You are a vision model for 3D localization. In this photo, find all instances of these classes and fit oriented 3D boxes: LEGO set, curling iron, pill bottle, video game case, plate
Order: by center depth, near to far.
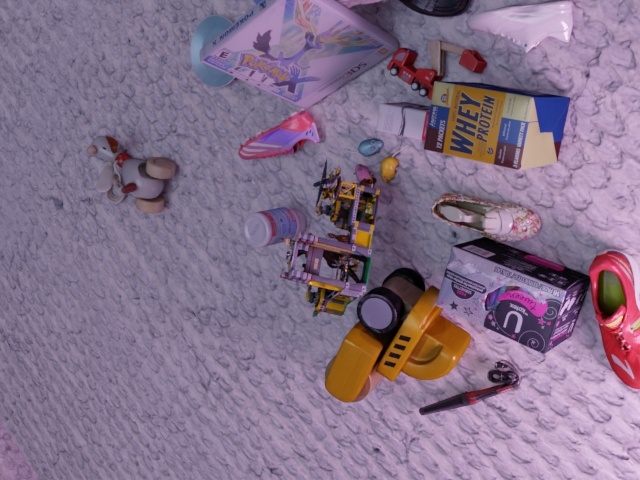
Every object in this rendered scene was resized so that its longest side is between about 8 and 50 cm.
[{"bbox_3d":[-0.044,-0.416,1.686,0.300,0.329,0.036,-26,61,37],"label":"video game case"},{"bbox_3d":[0.000,0.000,1.708,0.255,0.192,0.331,151,132,-76],"label":"LEGO set"},{"bbox_3d":[0.332,0.340,1.729,0.274,0.035,0.068,-35,74,35],"label":"curling iron"},{"bbox_3d":[-0.109,-0.036,1.905,0.087,0.160,0.087,8,104,35],"label":"pill bottle"},{"bbox_3d":[-0.268,-0.495,2.021,0.188,0.024,0.188,8,104,35],"label":"plate"}]

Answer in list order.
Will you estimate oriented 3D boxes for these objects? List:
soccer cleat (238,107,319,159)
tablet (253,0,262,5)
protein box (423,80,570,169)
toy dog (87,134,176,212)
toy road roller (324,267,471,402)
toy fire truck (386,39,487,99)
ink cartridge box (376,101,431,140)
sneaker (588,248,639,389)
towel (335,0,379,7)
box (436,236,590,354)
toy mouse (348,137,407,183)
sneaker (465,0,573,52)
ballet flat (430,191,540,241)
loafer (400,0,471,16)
[{"bbox_3d":[-0.108,-0.241,1.920,0.248,0.083,0.095,-25,96,37],"label":"soccer cleat"},{"bbox_3d":[-0.143,-0.625,1.913,0.083,0.006,0.054,-45,72,35],"label":"tablet"},{"bbox_3d":[0.345,-0.229,1.503,0.201,0.200,0.136,18,109,34],"label":"protein box"},{"bbox_3d":[-0.574,-0.195,2.221,0.334,0.161,0.220,10,104,35],"label":"toy dog"},{"bbox_3d":[0.181,0.244,1.726,0.241,0.202,0.329,33,117,15],"label":"toy road roller"},{"bbox_3d":[0.244,-0.376,1.647,0.192,0.047,0.135,42,120,24],"label":"toy fire truck"},{"bbox_3d":[0.212,-0.255,1.655,0.150,0.109,0.063,19,110,33],"label":"ink cartridge box"},{"bbox_3d":[0.562,0.156,1.467,0.107,0.118,0.279,-16,89,38],"label":"sneaker"},{"bbox_3d":[0.099,-0.645,1.603,0.332,0.053,0.316,-6,78,20],"label":"towel"},{"bbox_3d":[0.387,0.106,1.560,0.247,0.163,0.142,23,110,32],"label":"box"},{"bbox_3d":[0.110,-0.181,1.794,0.143,0.031,0.161,35,118,27],"label":"toy mouse"},{"bbox_3d":[0.388,-0.416,1.519,0.212,0.080,0.094,5,113,35],"label":"sneaker"},{"bbox_3d":[0.337,-0.044,1.623,0.241,0.077,0.091,13,105,34],"label":"ballet flat"},{"bbox_3d":[0.175,-0.556,1.631,0.302,0.095,0.109,35,116,27],"label":"loafer"}]
